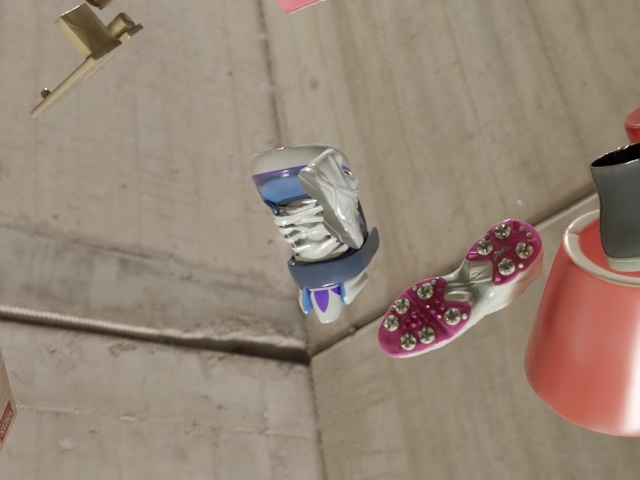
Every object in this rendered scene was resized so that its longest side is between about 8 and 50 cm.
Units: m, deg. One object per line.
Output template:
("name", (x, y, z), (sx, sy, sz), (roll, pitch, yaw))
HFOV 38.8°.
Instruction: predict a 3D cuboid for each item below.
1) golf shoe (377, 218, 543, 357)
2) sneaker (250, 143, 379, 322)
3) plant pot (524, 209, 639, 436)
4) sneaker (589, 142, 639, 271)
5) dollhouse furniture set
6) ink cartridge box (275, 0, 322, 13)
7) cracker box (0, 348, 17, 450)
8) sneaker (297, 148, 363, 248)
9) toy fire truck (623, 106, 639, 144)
("golf shoe", (0.235, 0.098, 1.458), (0.115, 0.306, 0.140), (60, -170, 32))
("sneaker", (0.000, 0.000, 1.334), (0.323, 0.130, 0.236), (24, -123, -74))
("plant pot", (0.440, 0.102, 1.313), (0.275, 0.275, 0.243), (-57, -30, -50))
("sneaker", (0.380, -0.050, 0.885), (0.083, 0.222, 0.118), (-74, -33, -69))
("dollhouse furniture set", (-0.301, -0.254, 1.030), (0.151, 0.123, 0.144), (50, -144, -12))
("ink cartridge box", (0.022, -0.293, 0.626), (0.117, 0.283, 0.207), (-42, -69, -21))
("cracker box", (-0.363, 0.079, 0.767), (0.067, 0.156, 0.232), (-94, 0, -62))
("sneaker", (0.027, -0.049, 1.117), (0.061, 0.054, 0.152), (-50, -42, -21))
("toy fire truck", (0.518, -0.093, 1.070), (0.302, 0.254, 0.169), (-72, -41, -67))
